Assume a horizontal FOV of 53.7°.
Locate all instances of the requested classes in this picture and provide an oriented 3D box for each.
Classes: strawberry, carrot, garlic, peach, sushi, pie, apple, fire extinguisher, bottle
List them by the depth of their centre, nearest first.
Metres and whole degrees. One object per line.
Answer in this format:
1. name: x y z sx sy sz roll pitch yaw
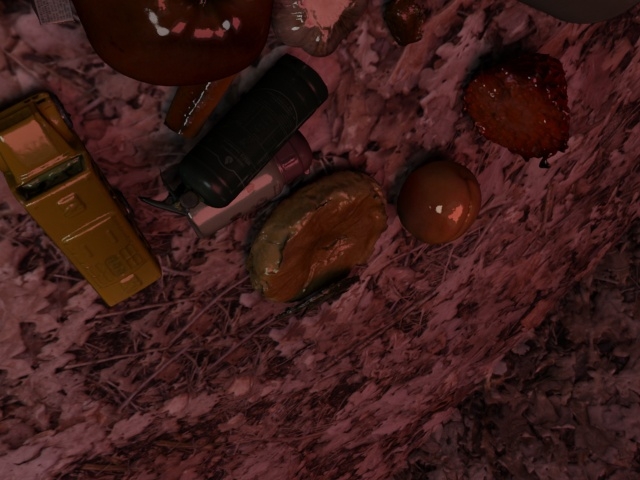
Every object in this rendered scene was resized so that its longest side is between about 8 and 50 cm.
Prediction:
1. apple: -0.165 -0.278 0.712 0.234 0.234 0.234 -24 142 -20
2. garlic: -0.007 -0.340 0.881 0.147 0.102 0.159 -3 122 -20
3. carrot: -0.146 -0.249 0.889 0.067 0.067 0.225 12 124 -47
4. fire extinguisher: -0.124 -0.144 0.935 0.114 0.095 0.311 43 76 -16
5. sushi: 0.140 -0.363 1.025 0.060 0.061 0.118 -45 165 -5
6. bottle: -0.123 -0.104 1.033 0.233 0.110 0.110 -32 144 -9
7. strawberry: 0.421 -0.283 1.245 0.178 0.234 0.234 -49 149 -21
8. pie: 0.000 0.000 1.275 0.339 0.083 0.339 -26 147 -18
9. peach: 0.254 -0.084 1.336 0.184 0.184 0.184 -24 142 -20

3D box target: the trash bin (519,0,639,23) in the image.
1. trash bin: 0.298 -0.468 0.858 0.432 0.280 0.280 0 130 -45

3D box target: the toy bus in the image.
1. toy bus: -0.343 -0.044 0.896 0.121 0.123 0.335 -30 144 -11

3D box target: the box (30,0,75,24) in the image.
1. box: -0.305 -0.338 0.658 0.039 0.055 0.218 -20 141 -22

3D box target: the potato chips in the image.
1. potato chips: -0.003 0.131 1.390 0.202 0.029 0.220 -29 172 -4
